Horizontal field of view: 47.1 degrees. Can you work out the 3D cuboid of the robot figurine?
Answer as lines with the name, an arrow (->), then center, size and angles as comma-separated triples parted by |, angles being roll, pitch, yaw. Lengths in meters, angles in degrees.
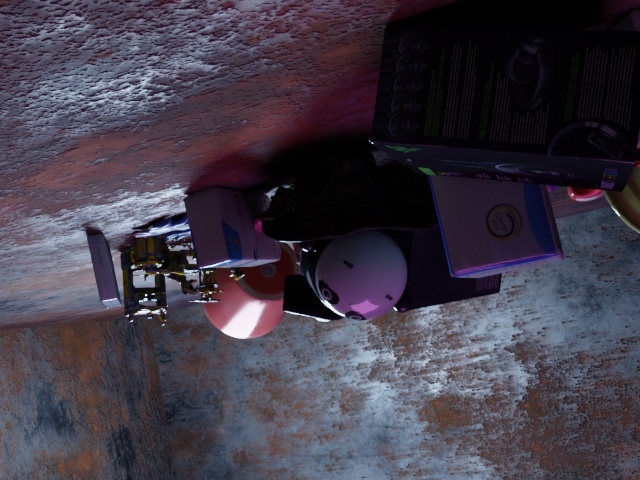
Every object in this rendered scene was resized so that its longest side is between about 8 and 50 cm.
robot figurine -> 0.056, 0.049, 1.366 | 0.209, 0.174, 0.278 | -7, -169, -10

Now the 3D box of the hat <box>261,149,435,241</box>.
hat -> 0.042, -0.088, 1.267 | 0.331, 0.134, 0.331 | -3, -171, 1

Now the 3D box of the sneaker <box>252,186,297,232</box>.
sneaker -> -0.081, -0.066, 1.443 | 0.063, 0.075, 0.170 | -23, 179, 38

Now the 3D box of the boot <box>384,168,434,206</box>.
boot -> 0.281, -0.126, 1.579 | 0.236, 0.089, 0.269 | -9, 178, 44

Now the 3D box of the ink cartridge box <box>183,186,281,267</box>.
ink cartridge box -> -0.166, -0.021, 1.421 | 0.082, 0.140, 0.190 | -16, 172, 23

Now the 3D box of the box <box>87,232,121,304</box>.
box -> -0.477, 0.071, 1.627 | 0.038, 0.145, 0.186 | -12, 172, -13

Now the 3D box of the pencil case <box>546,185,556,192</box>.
pencil case -> 0.404, -0.118, 1.476 | 0.236, 0.104, 0.104 | -38, 165, 15

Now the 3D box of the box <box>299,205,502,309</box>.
box -> 0.179, 0.014, 1.637 | 0.312, 0.179, 0.343 | -4, -167, -40

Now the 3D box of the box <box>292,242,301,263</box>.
box -> 0.000, 0.000, 1.909 | 0.128, 0.123, 0.257 | -12, 173, 3

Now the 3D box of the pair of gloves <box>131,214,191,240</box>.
pair of gloves -> -0.306, -0.028, 1.623 | 0.159, 0.023, 0.198 | -13, 172, 25

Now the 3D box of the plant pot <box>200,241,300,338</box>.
plant pot -> -0.183, 0.117, 2.078 | 0.275, 0.275, 0.243 | -8, 162, -25

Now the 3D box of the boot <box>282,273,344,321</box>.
boot -> 0.143, 0.111, 1.888 | 0.367, 0.146, 0.445 | -9, 176, 19

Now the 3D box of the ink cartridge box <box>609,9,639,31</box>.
ink cartridge box -> 0.430, -0.229, 0.972 | 0.148, 0.086, 0.203 | -10, 172, -9

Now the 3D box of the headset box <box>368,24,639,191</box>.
headset box -> 0.210, -0.144, 0.839 | 0.283, 0.131, 0.246 | 8, 180, 19

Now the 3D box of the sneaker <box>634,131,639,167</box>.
sneaker -> 0.516, -0.188, 1.187 | 0.090, 0.145, 0.270 | -17, 171, 38

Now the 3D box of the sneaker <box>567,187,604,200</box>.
sneaker -> 0.777, -0.182, 1.973 | 0.221, 0.087, 0.128 | -24, 163, 5

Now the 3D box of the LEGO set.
LEGO set -> -0.342, 0.106, 1.813 | 0.331, 0.192, 0.255 | 2, 167, -40

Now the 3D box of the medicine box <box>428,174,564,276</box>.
medicine box -> 0.260, -0.085, 1.105 | 0.149, 0.264, 0.289 | -14, 172, 19

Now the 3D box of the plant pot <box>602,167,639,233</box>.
plant pot -> 0.718, -0.163, 1.381 | 0.276, 0.276, 0.254 | -9, 161, -19
